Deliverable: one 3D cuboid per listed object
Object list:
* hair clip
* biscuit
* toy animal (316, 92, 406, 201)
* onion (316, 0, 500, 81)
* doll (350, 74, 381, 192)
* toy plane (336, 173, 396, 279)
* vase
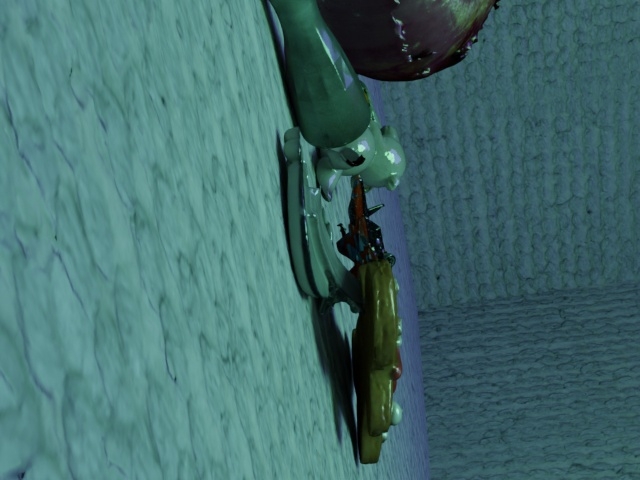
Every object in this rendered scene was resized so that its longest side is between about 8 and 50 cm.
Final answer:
[{"bbox_3d":[0.000,0.000,1.064,0.220,0.054,0.140,70,18,-49],"label":"hair clip"},{"bbox_3d":[0.072,0.137,1.215,0.340,0.047,0.216,93,-6,-55],"label":"biscuit"},{"bbox_3d":[0.050,-0.122,1.351,0.181,0.131,0.127,9,32,-52],"label":"toy animal"},{"bbox_3d":[0.089,-0.385,1.354,0.358,0.344,0.359,-4,90,-66],"label":"onion"},{"bbox_3d":[0.050,-0.176,1.487,0.103,0.071,0.214,-11,-87,64],"label":"doll"},{"bbox_3d":[0.059,-0.004,1.314,0.130,0.061,0.189,41,-43,47],"label":"toy plane"},{"bbox_3d":[-0.009,-0.205,1.121,0.214,0.086,0.086,68,15,-45],"label":"vase"}]
